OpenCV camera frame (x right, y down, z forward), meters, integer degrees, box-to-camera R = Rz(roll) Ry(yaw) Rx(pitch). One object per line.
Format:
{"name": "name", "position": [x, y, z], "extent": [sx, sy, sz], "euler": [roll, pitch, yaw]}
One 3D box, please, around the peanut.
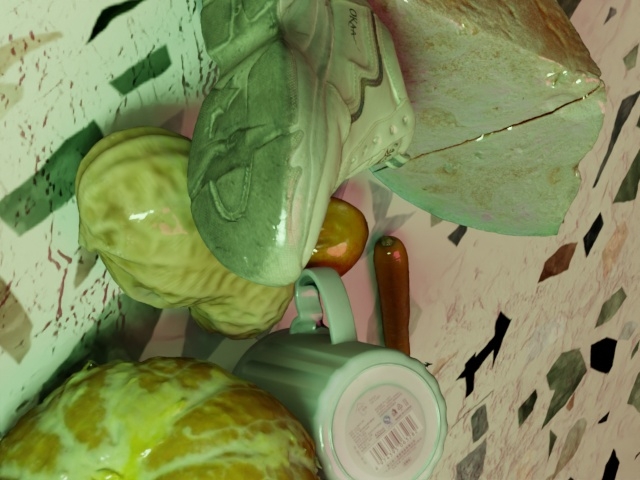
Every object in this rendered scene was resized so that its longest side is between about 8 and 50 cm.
{"name": "peanut", "position": [-0.111, 0.006, 1.160], "extent": [0.153, 0.140, 0.325], "euler": [-48, 147, -6]}

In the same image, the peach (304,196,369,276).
{"name": "peach", "position": [0.001, 0.001, 1.339], "extent": [0.100, 0.100, 0.101], "euler": [-32, 135, -39]}

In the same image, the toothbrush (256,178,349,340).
{"name": "toothbrush", "position": [0.002, -0.014, 1.399], "extent": [0.286, 0.025, 0.020], "euler": [-61, 151, -5]}

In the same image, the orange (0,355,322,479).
{"name": "orange", "position": [-0.148, 0.264, 1.110], "extent": [0.329, 0.329, 0.249], "euler": [-57, 154, -12]}

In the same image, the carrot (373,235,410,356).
{"name": "carrot", "position": [0.093, 0.089, 1.578], "extent": [0.043, 0.043, 0.248], "euler": [-40, 142, -31]}

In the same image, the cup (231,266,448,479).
{"name": "cup", "position": [0.003, 0.154, 1.256], "extent": [0.167, 0.202, 0.221], "euler": [-36, 105, -23]}

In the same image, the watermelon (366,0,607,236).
{"name": "watermelon", "position": [0.154, -0.194, 1.352], "extent": [0.292, 0.319, 0.222], "euler": [112, -11, -52]}

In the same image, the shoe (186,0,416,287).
{"name": "shoe", "position": [0.005, -0.100, 1.083], "extent": [0.210, 0.132, 0.342], "euler": [25, 50, -35]}
